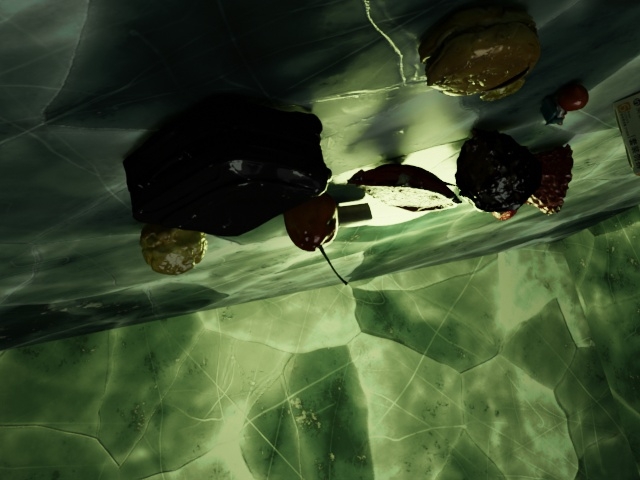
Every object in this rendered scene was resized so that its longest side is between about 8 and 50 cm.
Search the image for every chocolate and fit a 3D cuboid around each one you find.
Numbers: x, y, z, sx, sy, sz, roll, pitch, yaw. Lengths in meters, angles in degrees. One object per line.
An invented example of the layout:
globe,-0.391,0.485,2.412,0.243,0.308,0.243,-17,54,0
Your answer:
chocolate,0.431,-0.198,1.966,0.206,0.224,0.177,-46,147,4

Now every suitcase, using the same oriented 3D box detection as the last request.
suitcase,-0.192,-0.141,1.529,0.345,0.188,0.339,-23,160,38

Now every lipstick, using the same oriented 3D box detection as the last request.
lipstick,0.035,-0.068,2.330,0.253,0.079,0.077,-11,166,-27

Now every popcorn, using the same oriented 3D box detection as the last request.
popcorn,-0.383,0.007,1.995,0.180,0.170,0.180,0,179,0

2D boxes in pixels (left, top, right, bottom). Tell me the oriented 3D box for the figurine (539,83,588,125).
figurine,0.593,-0.334,1.855,0.075,0.068,0.140,-7,159,-23

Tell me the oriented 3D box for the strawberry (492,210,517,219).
strawberry,0.682,-0.129,2.835,0.106,0.106,0.106,-15,168,-3

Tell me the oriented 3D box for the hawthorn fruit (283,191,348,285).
hawthorn fruit,0.000,0.000,2.103,0.165,0.285,0.165,-23,175,-2

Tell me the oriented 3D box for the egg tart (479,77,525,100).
egg tart,0.388,-0.336,1.642,0.105,0.039,0.105,-14,168,-3

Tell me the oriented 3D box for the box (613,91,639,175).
box,0.921,-0.281,2.126,0.091,0.220,0.274,-21,169,36

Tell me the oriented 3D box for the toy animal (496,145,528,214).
toy animal,0.540,-0.175,2.211,0.184,0.185,0.104,-15,166,-3

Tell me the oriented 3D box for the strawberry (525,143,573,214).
strawberry,0.669,-0.207,2.360,0.178,0.234,0.234,15,164,-4

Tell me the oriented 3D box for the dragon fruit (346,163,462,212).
dragon fruit,0.258,-0.147,2.088,0.282,0.100,0.343,11,174,23

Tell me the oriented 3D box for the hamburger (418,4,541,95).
hamburger,0.288,-0.340,1.365,0.214,0.108,0.214,-10,166,-3
